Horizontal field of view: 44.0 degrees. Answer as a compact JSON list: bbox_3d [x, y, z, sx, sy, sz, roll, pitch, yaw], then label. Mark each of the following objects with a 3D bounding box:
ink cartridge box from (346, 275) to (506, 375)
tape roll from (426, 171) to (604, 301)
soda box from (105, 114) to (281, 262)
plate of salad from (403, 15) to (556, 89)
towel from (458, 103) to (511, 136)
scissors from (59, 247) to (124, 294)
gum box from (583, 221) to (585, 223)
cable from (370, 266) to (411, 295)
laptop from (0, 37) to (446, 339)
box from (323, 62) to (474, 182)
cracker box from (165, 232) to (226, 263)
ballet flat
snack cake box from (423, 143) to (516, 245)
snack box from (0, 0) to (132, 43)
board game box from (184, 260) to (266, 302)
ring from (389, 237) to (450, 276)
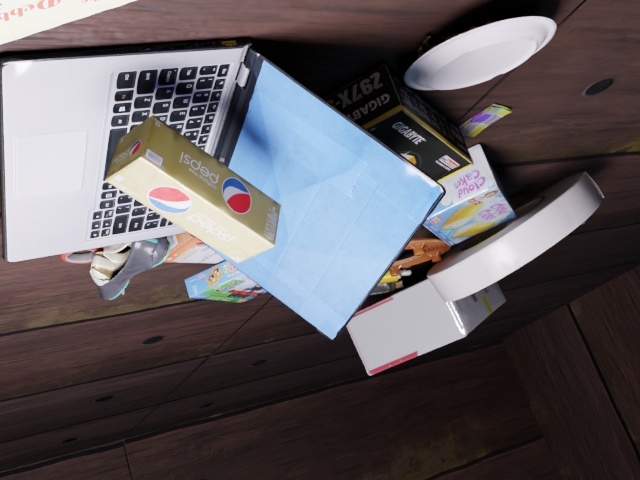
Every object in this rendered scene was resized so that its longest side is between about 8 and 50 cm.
[{"bbox_3d":[0.275,0.178,2.016,0.279,0.160,0.384,-29,174,27],"label":"ink cartridge box"},{"bbox_3d":[0.401,-0.008,1.657,0.392,0.072,0.392,-35,179,-1],"label":"tape roll"},{"bbox_3d":[-0.127,-0.048,0.824,0.061,0.058,0.181,-24,134,37],"label":"soda box"},{"bbox_3d":[0.200,-0.244,1.011,0.200,0.048,0.200,-15,172,-2],"label":"plate of salad"},{"bbox_3d":[0.264,-0.193,1.287,0.083,0.009,0.060,-34,157,36],"label":"towel"},{"bbox_3d":[-0.333,0.041,1.312,0.109,0.021,0.297,-22,160,-1],"label":"scissors"},{"bbox_3d":[0.584,-0.046,2.006,0.184,0.041,0.157,-21,162,5],"label":"gum box"},{"bbox_3d":[0.079,0.103,1.930,0.287,0.072,0.139,-7,179,-1],"label":"cable"},{"bbox_3d":[-0.143,-0.018,0.937,0.408,0.236,0.382,-11,153,-26],"label":"laptop"},{"bbox_3d":[0.058,-0.120,1.175,0.257,0.079,0.322,-25,162,21],"label":"box"},{"bbox_3d":[-0.133,-0.022,1.270,0.155,0.067,0.232,-32,159,34],"label":"cracker box"},{"bbox_3d":[-0.305,0.032,1.201,0.074,0.074,0.203,-2,160,-44],"label":"ballet flat"},{"bbox_3d":[0.272,-0.078,1.504,0.152,0.089,0.264,-24,162,16],"label":"snack cake box"},{"bbox_3d":[-0.156,-0.254,0.579,0.322,0.060,0.187,-19,162,-3],"label":"snack box"},{"bbox_3d":[-0.098,0.050,1.348,0.211,0.039,0.160,-25,162,23],"label":"board game box"},{"bbox_3d":[0.115,0.052,1.702,0.336,0.032,0.336,-10,168,-2],"label":"ring"}]
